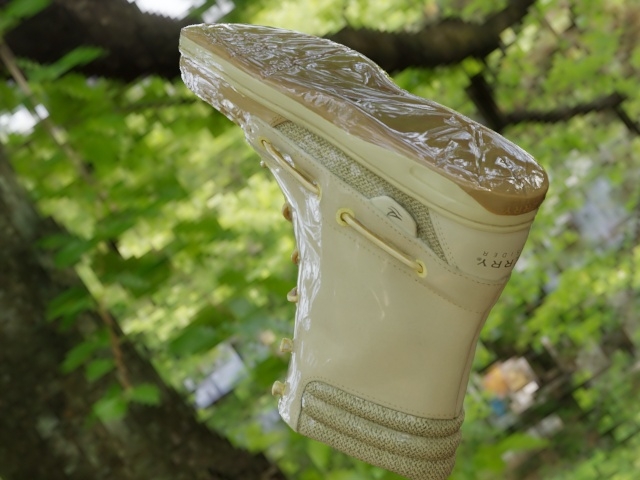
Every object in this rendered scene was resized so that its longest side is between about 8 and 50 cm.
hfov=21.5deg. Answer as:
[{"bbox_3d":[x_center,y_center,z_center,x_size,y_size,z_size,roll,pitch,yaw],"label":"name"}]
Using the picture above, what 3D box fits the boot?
[{"bbox_3d":[0.000,0.000,0.974,0.095,0.262,0.203,-18,-51,-45],"label":"boot"}]
